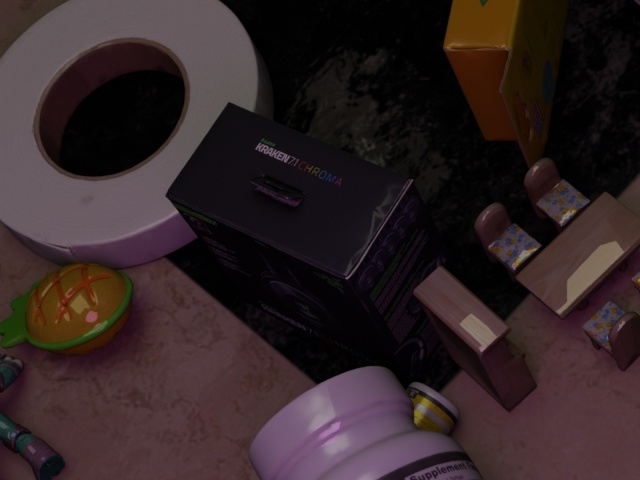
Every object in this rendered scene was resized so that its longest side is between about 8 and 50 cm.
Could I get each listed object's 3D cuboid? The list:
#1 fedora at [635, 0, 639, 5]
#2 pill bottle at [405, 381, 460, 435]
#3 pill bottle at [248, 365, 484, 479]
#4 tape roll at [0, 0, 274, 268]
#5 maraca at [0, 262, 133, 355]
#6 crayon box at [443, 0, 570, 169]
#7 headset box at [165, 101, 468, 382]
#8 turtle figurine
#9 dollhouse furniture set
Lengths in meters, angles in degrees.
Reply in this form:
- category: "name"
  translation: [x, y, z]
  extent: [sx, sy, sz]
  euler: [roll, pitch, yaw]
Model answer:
- category: "fedora"
  translation: [0.463, -0.310, 2.022]
  extent: [0.275, 0.124, 0.243]
  euler: [-21, 59, -3]
- category: "pill bottle"
  translation: [0.092, 0.214, 1.898]
  extent: [0.065, 0.065, 0.116]
  euler: [28, 74, 29]
- category: "pill bottle"
  translation: [0.090, 0.317, 1.727]
  extent: [0.210, 0.210, 0.363]
  euler: [-33, 66, 0]
- category: "tape roll"
  translation: [-0.249, -0.146, 2.213]
  extent: [0.392, 0.072, 0.392]
  euler: [-8, 61, 15]
- category: "maraca"
  translation: [-0.300, 0.082, 2.090]
  extent: [0.186, 0.099, 0.127]
  euler: [-7, 38, 31]
- category: "crayon box"
  translation: [0.218, -0.255, 2.032]
  extent: [0.081, 0.202, 0.318]
  euler: [2, 63, 21]
- category: "headset box"
  translation: [0.000, 0.000, 1.919]
  extent: [0.246, 0.283, 0.131]
  euler: [25, 73, 28]
- category: "turtle figurine"
  translation: [-0.409, 0.205, 2.055]
  extent: [0.175, 0.118, 0.234]
  euler: [-41, 63, -6]
- category: "dollhouse furniture set"
  translation: [0.238, 0.040, 1.886]
  extent: [0.242, 0.161, 0.212]
  euler: [-43, 57, -7]
